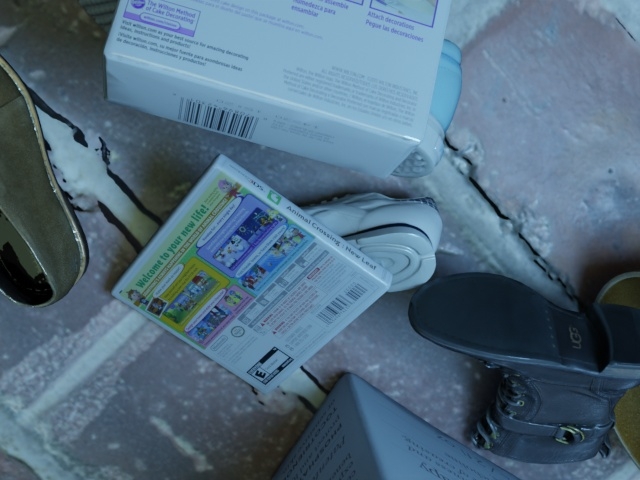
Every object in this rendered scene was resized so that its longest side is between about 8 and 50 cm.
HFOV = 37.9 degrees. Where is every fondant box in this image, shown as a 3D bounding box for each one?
[{"bbox_3d":[-0.014,-0.240,0.745,0.238,0.096,0.330,15,74,-8],"label":"fondant box"}]

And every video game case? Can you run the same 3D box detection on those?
[{"bbox_3d":[-0.070,0.041,0.880,0.193,0.023,0.212,35,129,-13],"label":"video game case"}]

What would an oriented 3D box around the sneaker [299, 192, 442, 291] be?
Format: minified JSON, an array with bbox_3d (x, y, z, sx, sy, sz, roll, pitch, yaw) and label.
[{"bbox_3d":[0.000,0.000,0.904,0.235,0.095,0.090,0,130,13],"label":"sneaker"}]

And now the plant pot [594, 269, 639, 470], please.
[{"bbox_3d":[0.440,0.115,0.917,0.254,0.237,0.237,-14,105,-17],"label":"plant pot"}]

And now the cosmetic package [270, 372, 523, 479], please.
[{"bbox_3d":[0.090,0.391,0.841,0.329,0.394,0.327,33,98,-13],"label":"cosmetic package"}]

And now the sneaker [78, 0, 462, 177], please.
[{"bbox_3d":[-0.041,-0.193,0.847,0.366,0.135,0.150,26,70,-7],"label":"sneaker"}]

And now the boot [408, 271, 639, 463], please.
[{"bbox_3d":[0.192,0.146,0.911,0.263,0.091,0.229,12,139,-3],"label":"boot"}]

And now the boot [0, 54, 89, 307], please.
[{"bbox_3d":[-0.306,-0.077,0.835,0.112,0.115,0.305,-27,103,3],"label":"boot"}]
